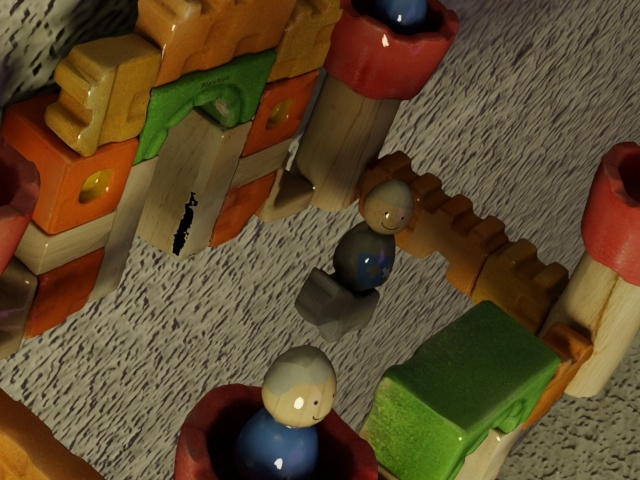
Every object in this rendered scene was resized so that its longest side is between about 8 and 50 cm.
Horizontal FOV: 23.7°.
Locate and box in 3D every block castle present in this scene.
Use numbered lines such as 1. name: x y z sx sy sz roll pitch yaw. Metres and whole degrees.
1. block castle: 0.000 0.000 0.826 0.453 0.303 0.212 -28 148 -47
